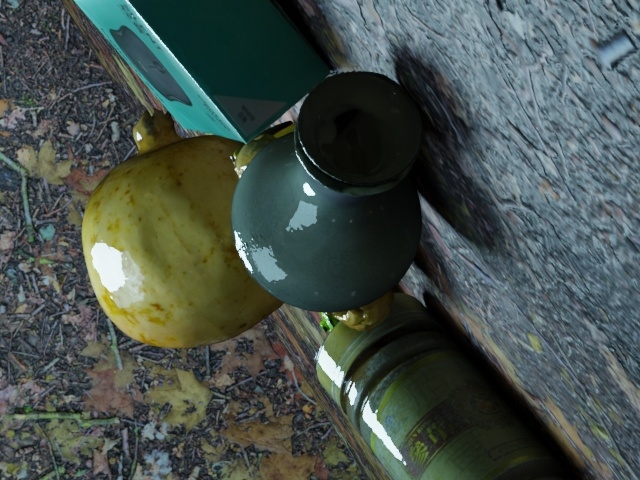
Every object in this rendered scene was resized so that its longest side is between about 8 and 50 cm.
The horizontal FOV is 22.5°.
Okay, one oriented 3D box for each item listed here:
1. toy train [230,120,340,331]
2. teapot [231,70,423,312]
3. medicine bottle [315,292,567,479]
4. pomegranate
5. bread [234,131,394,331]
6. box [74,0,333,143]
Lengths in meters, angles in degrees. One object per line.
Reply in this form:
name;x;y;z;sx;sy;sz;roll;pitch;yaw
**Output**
toy train;0.000;0.000;1.954;0.296;0.100;0.160;64;175;-36
teapot;0.017;-0.047;1.441;0.183;0.183;0.251;55;161;13
medicine bottle;0.138;0.214;1.763;0.322;0.151;0.151;50;170;39
pomegranate;-0.190;-0.022;2.281;0.342;0.342;0.342;55;172;11
bread;0.003;-0.017;1.731;0.198;0.120;0.236;38;160;45
box;-0.132;-0.215;1.667;0.205;0.118;0.311;48;172;-17
